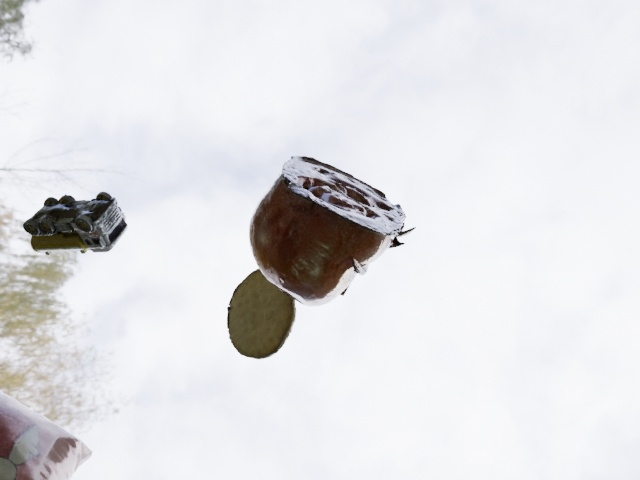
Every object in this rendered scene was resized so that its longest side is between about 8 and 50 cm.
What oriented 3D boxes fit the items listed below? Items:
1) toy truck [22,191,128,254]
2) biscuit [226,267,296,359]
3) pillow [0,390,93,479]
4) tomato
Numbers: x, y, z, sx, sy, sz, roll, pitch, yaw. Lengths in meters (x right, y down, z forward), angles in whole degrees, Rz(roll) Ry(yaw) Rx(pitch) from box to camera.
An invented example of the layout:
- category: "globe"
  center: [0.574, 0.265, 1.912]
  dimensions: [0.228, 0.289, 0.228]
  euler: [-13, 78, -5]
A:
- category: "toy truck"
  center: [-0.279, -0.015, 0.791]
  dimensions: [0.123, 0.052, 0.063]
  euler: [-2, -50, 25]
- category: "biscuit"
  center: [-0.095, 0.113, 1.088]
  dimensions: [0.152, 0.020, 0.152]
  euler: [-14, -112, 38]
- category: "pillow"
  center: [-0.344, 0.213, 0.660]
  dimensions: [0.223, 0.236, 0.084]
  euler: [32, -74, -8]
- category: "tomato"
  center: [0.000, 0.000, 0.857]
  dimensions: [0.180, 0.214, 0.155]
  euler: [34, -71, 7]
